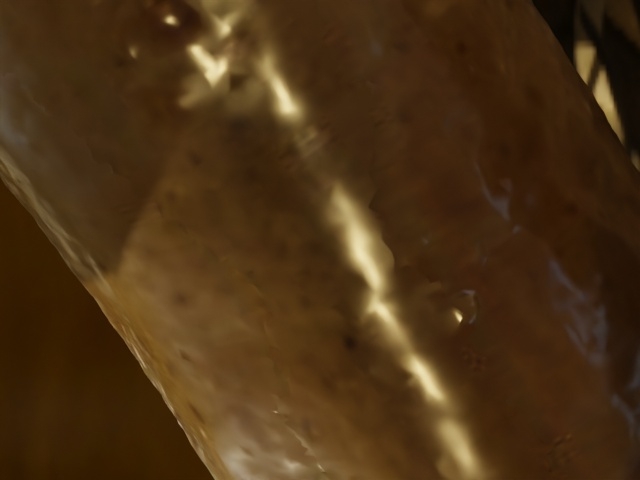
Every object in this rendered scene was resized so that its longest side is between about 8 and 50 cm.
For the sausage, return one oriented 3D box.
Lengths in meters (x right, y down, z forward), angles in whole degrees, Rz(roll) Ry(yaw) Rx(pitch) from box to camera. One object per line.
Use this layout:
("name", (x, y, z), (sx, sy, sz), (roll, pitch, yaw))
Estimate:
("sausage", (0.003, -0.001, 0.444), (0.136, 0.123, 0.501), (-32, 106, 13))
